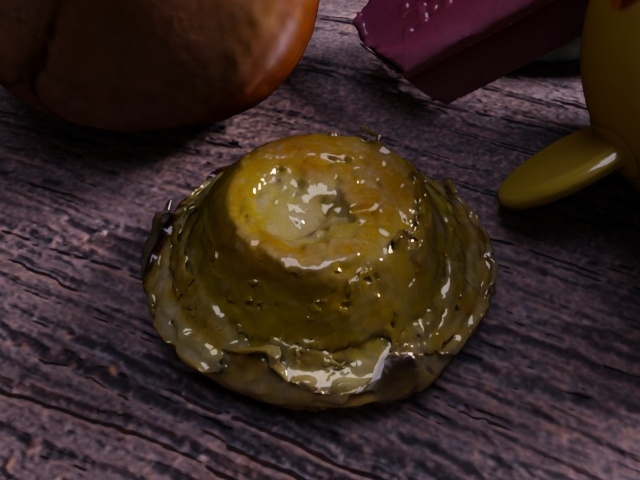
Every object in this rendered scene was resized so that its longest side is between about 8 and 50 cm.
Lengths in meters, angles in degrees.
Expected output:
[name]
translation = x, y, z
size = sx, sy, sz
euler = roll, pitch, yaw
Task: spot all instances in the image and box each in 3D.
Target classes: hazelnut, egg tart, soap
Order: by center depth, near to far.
[egg tart]
translation = 0.000, 0.000, 0.645
size = 0.294, 0.116, 0.295
euler = 1, 49, -1
[hazelnut]
translation = -0.168, -0.263, 0.777
size = 0.372, 0.316, 0.372
euler = 14, 16, -4
[soap]
translation = 0.159, -0.247, 0.821
size = 0.250, 0.099, 0.162
euler = -26, 64, 25

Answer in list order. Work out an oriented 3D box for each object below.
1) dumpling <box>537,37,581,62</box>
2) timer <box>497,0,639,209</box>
[dumpling]
translation = 0.278, -0.253, 0.908
size = 0.216, 0.105, 0.149
euler = -7, 5, 5
[timer]
translation = 0.353, -0.128, 0.637
size = 0.387, 0.376, 0.376
euler = -37, 56, -14
